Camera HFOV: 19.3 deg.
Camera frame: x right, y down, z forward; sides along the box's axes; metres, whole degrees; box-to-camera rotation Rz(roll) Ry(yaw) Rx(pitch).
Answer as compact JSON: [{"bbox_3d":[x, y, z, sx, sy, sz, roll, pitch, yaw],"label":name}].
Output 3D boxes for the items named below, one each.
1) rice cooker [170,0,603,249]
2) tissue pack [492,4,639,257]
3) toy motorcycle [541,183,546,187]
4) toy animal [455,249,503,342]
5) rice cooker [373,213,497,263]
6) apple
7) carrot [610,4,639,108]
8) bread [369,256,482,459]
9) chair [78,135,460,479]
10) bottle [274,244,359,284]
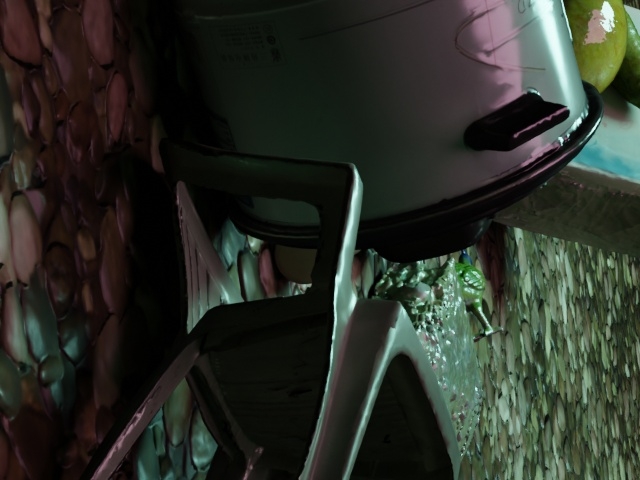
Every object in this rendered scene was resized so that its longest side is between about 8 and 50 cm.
[{"bbox_3d":[0.040,-0.109,1.139,0.241,0.280,0.227,-29,113,-27],"label":"rice cooker"},{"bbox_3d":[0.280,-0.128,1.969,0.124,0.201,0.271,118,-16,-47],"label":"tissue pack"},{"bbox_3d":[0.137,-0.145,1.610,0.187,0.124,0.275,22,84,-49],"label":"toy motorcycle"},{"bbox_3d":[0.122,0.064,1.654,0.075,0.041,0.217,59,23,-7],"label":"toy animal"},{"bbox_3d":[0.071,-0.080,1.427,0.142,0.118,0.203,-73,155,-52],"label":"rice cooker"},{"bbox_3d":[0.207,-0.197,1.824,0.155,0.182,0.182,91,0,-65],"label":"apple"},{"bbox_3d":[0.248,-0.277,1.925,0.358,0.074,0.074,58,12,14],"label":"carrot"},{"bbox_3d":[0.084,0.094,1.494,0.232,0.064,0.172,54,35,-61],"label":"bread"},{"bbox_3d":[-0.028,0.081,0.983,0.203,0.190,0.275,69,30,-42],"label":"chair"},{"bbox_3d":[0.000,0.000,1.292,0.096,0.045,0.045,-35,117,-69],"label":"bottle"}]
